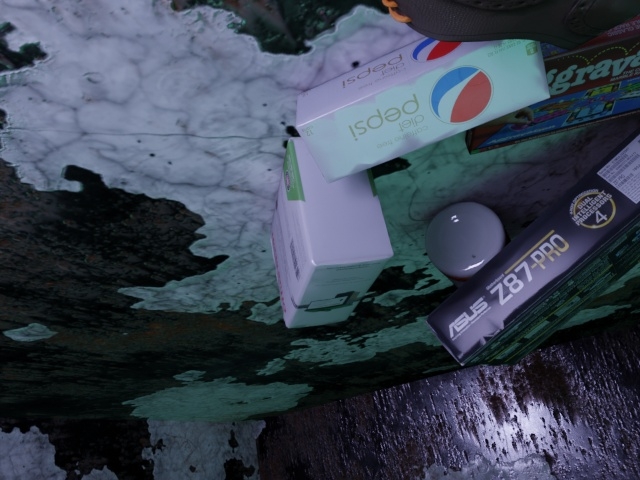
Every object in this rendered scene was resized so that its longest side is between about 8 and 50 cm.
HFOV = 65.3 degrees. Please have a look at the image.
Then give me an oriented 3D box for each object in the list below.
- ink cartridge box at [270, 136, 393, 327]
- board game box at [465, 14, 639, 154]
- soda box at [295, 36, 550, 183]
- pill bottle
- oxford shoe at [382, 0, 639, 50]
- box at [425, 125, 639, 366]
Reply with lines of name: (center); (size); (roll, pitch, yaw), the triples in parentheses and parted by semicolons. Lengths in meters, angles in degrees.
ink cartridge box: (0.000, 0.000, 0.625); (0.093, 0.160, 0.219); (-5, 155, -13)
board game box: (0.306, -0.176, 0.544); (0.282, 0.027, 0.145); (-14, 154, 5)
soda box: (0.088, -0.134, 0.463); (0.216, 0.069, 0.074); (-20, 129, 16)
pill bottle: (0.264, 0.027, 0.839); (0.121, 0.121, 0.221); (-22, 153, 21)
oxford shoe: (0.052, -0.180, 0.289); (0.364, 0.129, 0.132); (6, 154, -16)
box: (0.382, 0.038, 0.762); (0.395, 0.097, 0.318); (-47, 146, 17)
